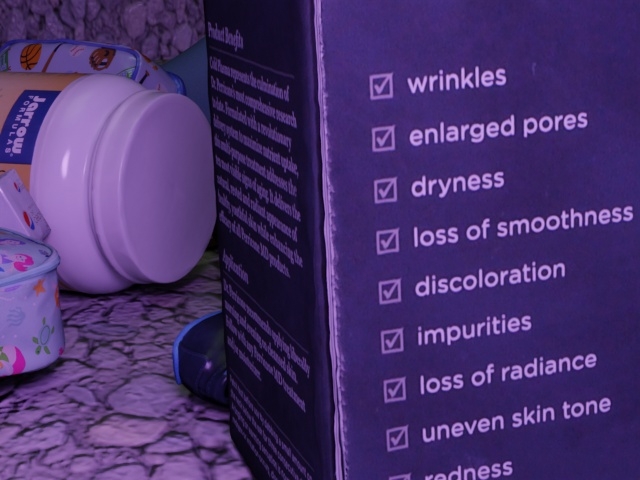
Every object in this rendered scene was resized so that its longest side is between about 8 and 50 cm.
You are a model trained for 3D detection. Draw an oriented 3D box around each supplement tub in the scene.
[{"bbox_3d":[-0.287,-0.063,1.544,0.316,0.228,0.228,4,16,26],"label":"supplement tub"}]

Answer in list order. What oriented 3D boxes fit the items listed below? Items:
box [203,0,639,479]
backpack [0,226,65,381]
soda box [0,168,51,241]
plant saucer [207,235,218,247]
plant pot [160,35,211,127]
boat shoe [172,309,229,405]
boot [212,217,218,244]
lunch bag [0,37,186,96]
[{"bbox_3d":[0.183,-0.071,0.996,0.480,0.472,0.297,-6,15,-16],"label":"box"},{"bbox_3d":[-0.347,0.048,1.236,0.253,0.191,0.225,-7,13,-36],"label":"backpack"},{"bbox_3d":[-0.369,0.017,1.392,0.216,0.074,0.069,-27,12,8],"label":"soda box"},{"bbox_3d":[-0.138,-0.005,1.721,0.083,0.015,0.083,-3,14,1],"label":"plant saucer"},{"bbox_3d":[-0.082,-0.162,1.889,0.255,0.271,0.271,-15,13,7],"label":"plant pot"},{"bbox_3d":[0.007,0.082,1.229,0.258,0.109,0.089,-28,34,-21],"label":"boat shoe"},{"bbox_3d":[0.029,-0.027,1.617,0.305,0.112,0.115,5,5,36],"label":"boot"},{"bbox_3d":[-0.317,-0.121,1.808,0.303,0.243,0.115,8,-12,41],"label":"lunch bag"}]
